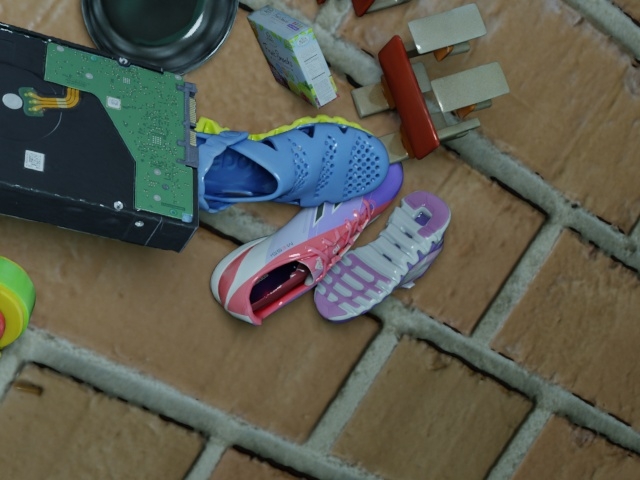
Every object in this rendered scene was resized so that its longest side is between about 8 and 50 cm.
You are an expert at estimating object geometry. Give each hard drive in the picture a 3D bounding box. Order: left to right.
[{"bbox_3d":[-0.304,-0.126,1.394,0.339,0.236,0.064,12,141,-23],"label":"hard drive"}]

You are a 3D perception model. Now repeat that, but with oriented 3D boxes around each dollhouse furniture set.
[{"bbox_3d":[0.094,-0.230,1.567,0.135,0.262,0.259,-18,84,-17],"label":"dollhouse furniture set"}]

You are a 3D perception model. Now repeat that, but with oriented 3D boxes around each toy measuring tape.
[{"bbox_3d":[-0.398,0.025,1.462,0.121,0.121,0.330,-10,131,-23],"label":"toy measuring tape"}]

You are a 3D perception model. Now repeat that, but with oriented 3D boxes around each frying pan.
[{"bbox_3d":[-0.201,-0.354,1.468,0.197,0.053,0.326,-15,115,-20],"label":"frying pan"}]

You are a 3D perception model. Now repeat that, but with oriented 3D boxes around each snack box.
[{"bbox_3d":[-0.035,-0.232,1.548,0.037,0.141,0.100,-31,121,-12],"label":"snack box"}]

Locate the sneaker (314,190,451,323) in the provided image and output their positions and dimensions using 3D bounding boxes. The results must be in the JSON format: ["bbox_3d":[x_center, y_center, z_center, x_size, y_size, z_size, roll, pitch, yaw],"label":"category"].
[{"bbox_3d":[0.095,0.040,1.755,0.236,0.095,0.104,-41,153,-12],"label":"sneaker"}]

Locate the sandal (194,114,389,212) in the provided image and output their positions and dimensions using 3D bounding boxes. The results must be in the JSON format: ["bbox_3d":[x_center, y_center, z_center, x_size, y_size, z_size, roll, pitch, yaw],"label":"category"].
[{"bbox_3d":[-0.063,-0.086,1.568,0.318,0.138,0.126,-3,115,-13],"label":"sandal"}]

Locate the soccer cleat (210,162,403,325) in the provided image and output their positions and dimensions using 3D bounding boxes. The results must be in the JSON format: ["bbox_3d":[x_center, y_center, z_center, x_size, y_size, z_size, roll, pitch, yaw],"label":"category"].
[{"bbox_3d":[0.000,0.000,1.676,0.318,0.116,0.108,-37,123,-8],"label":"soccer cleat"}]
